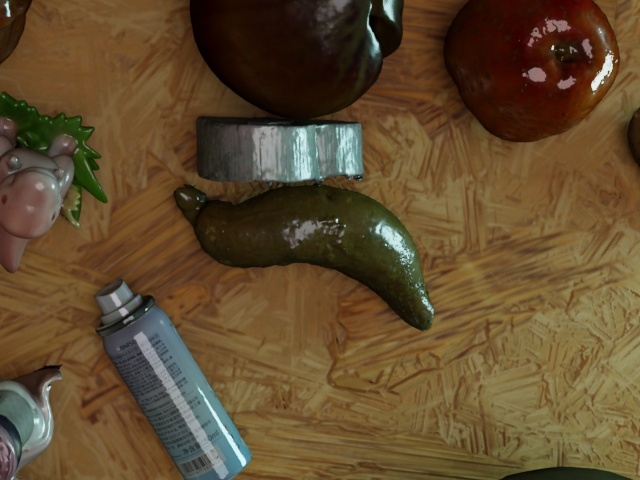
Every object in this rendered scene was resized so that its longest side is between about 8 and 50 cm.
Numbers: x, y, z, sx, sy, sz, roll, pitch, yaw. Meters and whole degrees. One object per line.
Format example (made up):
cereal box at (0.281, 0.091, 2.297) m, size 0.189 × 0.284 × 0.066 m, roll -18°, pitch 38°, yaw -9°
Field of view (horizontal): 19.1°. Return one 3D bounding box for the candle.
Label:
candle at (-0.055, -0.090, 1.914) m, size 0.168 × 0.192 × 0.068 m, roll 3°, pitch 95°, yaw 31°

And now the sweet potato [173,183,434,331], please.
sweet potato at (-0.001, -0.003, 1.947) m, size 0.310 × 0.124 × 0.098 m, roll 18°, pitch 47°, yaw -17°

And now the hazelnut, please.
hazelnut at (-0.010, -0.249, 1.871) m, size 0.217 × 0.217 × 0.251 m, roll 28°, pitch 73°, yaw -13°

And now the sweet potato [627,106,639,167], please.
sweet potato at (0.484, -0.054, 2.055) m, size 0.341 × 0.092 × 0.114 m, roll 13°, pitch 75°, yaw -14°

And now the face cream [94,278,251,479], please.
face cream at (-0.157, 0.145, 1.940) m, size 0.075 × 0.075 × 0.229 m, roll -31°, pitch 101°, yaw -8°

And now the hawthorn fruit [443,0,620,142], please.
hawthorn fruit at (0.219, -0.186, 1.945) m, size 0.189 × 0.189 × 0.189 m, roll -1°, pitch 95°, yaw -12°

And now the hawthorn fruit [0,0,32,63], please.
hawthorn fruit at (-0.386, -0.262, 1.777) m, size 0.262 × 0.258 × 0.258 m, roll -7°, pitch 98°, yaw 25°

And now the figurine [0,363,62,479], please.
figurine at (-0.300, 0.316, 1.843) m, size 0.211 × 0.253 × 0.361 m, roll -12°, pitch 90°, yaw -28°

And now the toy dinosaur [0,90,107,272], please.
toy dinosaur at (-0.274, -0.039, 1.838) m, size 0.152 × 0.177 × 0.194 m, roll 24°, pitch 134°, yaw -21°

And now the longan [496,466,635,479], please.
longan at (0.214, 0.424, 1.882) m, size 0.436 × 0.404 × 0.404 m, roll -16°, pitch 98°, yaw -13°
